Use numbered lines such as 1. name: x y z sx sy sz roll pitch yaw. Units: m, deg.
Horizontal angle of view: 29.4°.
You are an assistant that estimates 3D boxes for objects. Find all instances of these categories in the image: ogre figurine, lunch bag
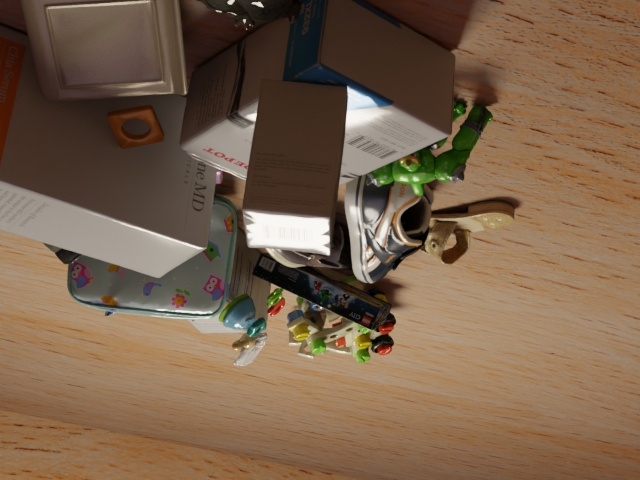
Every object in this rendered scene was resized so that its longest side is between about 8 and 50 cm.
1. ogre figurine: 0.138 -0.133 1.707 0.197 0.118 0.097 6 157 -1
2. lunch bag: -0.281 0.021 2.022 0.279 0.224 0.108 7 -170 -2

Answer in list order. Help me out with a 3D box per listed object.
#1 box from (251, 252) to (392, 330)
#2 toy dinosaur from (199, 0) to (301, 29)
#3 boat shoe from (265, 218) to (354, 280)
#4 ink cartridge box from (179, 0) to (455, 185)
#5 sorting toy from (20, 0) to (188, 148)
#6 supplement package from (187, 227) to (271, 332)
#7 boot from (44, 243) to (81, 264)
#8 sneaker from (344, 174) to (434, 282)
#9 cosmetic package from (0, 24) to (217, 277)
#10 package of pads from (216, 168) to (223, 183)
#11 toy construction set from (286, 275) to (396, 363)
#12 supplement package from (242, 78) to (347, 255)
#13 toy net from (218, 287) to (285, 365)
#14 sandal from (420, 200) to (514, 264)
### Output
1. box: 0.006 0.088 2.172 0.233 0.044 0.159 25 -177 10
2. toy dinosaur: -0.075 -0.281 1.326 0.313 0.121 0.160 22 -164 23
3. boat shoe: 0.000 0.000 2.079 0.092 0.103 0.285 -20 153 28
4. ink cartridge box: -0.007 -0.182 1.610 0.223 0.129 0.307 22 151 -33
5. sorting toy: -0.270 -0.257 1.545 0.195 0.047 0.348 -1 138 -1
6. supplement package: -0.194 0.067 2.229 0.139 0.134 0.244 -3 155 17
7. boot: -0.369 -0.092 1.886 0.161 0.246 0.083 47 -178 -21
8. sneaker: 0.116 -0.017 1.972 0.127 0.126 0.321 8 156 10
9. cosmetic package: -0.375 -0.130 1.696 0.453 0.230 0.161 18 153 -29
10. package of pads: -0.195 -0.115 1.936 0.083 0.032 0.050 8 154 -4
11. toy construction set: 0.032 0.172 2.400 0.215 0.151 0.328 -17 167 -9
12. supplement package: -0.028 -0.087 1.447 0.105 0.179 0.105 6 154 4
13. toy net: -0.123 0.152 2.206 0.045 0.122 0.232 44 158 17
14. sandal: 0.218 0.000 2.045 0.240 0.079 0.088 -17 148 42
